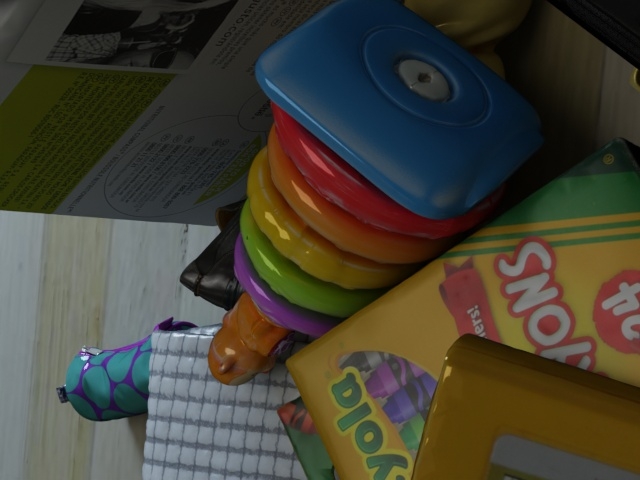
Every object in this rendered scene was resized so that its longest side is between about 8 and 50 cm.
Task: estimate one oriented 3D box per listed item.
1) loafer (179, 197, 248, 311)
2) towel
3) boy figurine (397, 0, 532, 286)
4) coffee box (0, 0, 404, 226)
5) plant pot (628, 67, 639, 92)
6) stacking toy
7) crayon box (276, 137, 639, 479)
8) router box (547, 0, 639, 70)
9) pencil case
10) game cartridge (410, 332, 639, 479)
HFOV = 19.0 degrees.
[{"bbox_3d":[-0.050,-0.015,1.437,0.061,0.170,0.062,18,132,9],"label":"loafer"},{"bbox_3d":[-0.008,0.178,1.405,0.283,0.121,0.235,-2,80,44],"label":"towel"},{"bbox_3d":[0.060,-0.097,1.343,0.177,0.092,0.285,30,111,25],"label":"boy figurine"},{"bbox_3d":[-0.163,-0.245,1.426,0.338,0.334,0.338,-45,57,35],"label":"coffee box"},{"bbox_3d":[0.251,-0.107,1.136,0.081,0.083,0.081,44,121,39],"label":"plant pot"},{"bbox_3d":[0.000,0.000,1.273,0.166,0.175,0.302,39,126,8],"label":"stacking toy"},{"bbox_3d":[0.116,0.108,1.198,0.318,0.081,0.202,-36,66,20],"label":"crayon box"},{"bbox_3d":[0.276,-0.170,1.029,0.243,0.081,0.309,-46,50,1],"label":"router box"},{"bbox_3d":[-0.155,0.111,1.619,0.151,0.064,0.070,-19,99,47],"label":"pencil case"},{"bbox_3d":[0.192,0.234,1.095,0.323,0.052,0.285,17,105,14],"label":"game cartridge"}]
